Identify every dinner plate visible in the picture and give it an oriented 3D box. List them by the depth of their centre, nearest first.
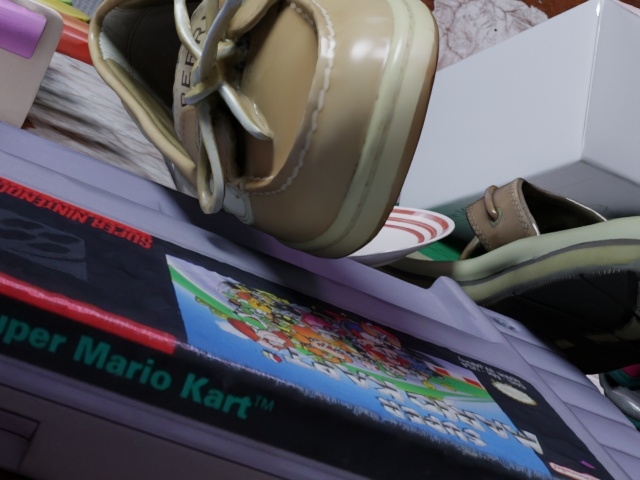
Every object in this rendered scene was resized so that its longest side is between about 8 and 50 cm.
[{"bbox_3d":[0.000,0.000,0.634,0.141,0.017,0.141,-4,12,1],"label":"dinner plate"}]

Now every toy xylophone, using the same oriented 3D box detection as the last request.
[{"bbox_3d":[-0.250,-0.151,0.723,0.236,0.081,0.322,19,13,-26],"label":"toy xylophone"}]

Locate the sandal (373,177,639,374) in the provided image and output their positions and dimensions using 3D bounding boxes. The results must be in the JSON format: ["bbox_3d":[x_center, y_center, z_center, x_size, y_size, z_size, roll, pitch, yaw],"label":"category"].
[{"bbox_3d":[0.128,0.013,0.633,0.120,0.086,0.303,26,-13,-20],"label":"sandal"}]

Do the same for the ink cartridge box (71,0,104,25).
[{"bbox_3d":[-0.161,-0.285,0.954,0.330,0.324,0.071,22,46,-21],"label":"ink cartridge box"}]

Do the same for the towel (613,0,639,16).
[{"bbox_3d":[0.370,-0.039,1.118,0.317,0.053,0.331,28,-31,21],"label":"towel"}]

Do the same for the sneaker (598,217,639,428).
[{"bbox_3d":[0.218,0.048,0.756,0.178,0.123,0.295,28,9,-39],"label":"sneaker"}]

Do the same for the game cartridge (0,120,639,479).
[{"bbox_3d":[-0.029,0.033,0.441,0.355,0.068,0.230,22,8,-18],"label":"game cartridge"}]

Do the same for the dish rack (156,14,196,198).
[{"bbox_3d":[-0.094,-0.211,0.729,0.072,0.332,0.285,-13,24,-9],"label":"dish rack"}]

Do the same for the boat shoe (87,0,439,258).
[{"bbox_3d":[-0.037,-0.062,0.488,0.089,0.104,0.285,16,3,-20],"label":"boat shoe"}]

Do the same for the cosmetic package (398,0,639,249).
[{"bbox_3d":[0.221,-0.064,0.973,0.225,0.138,0.224,21,-19,-26],"label":"cosmetic package"}]
